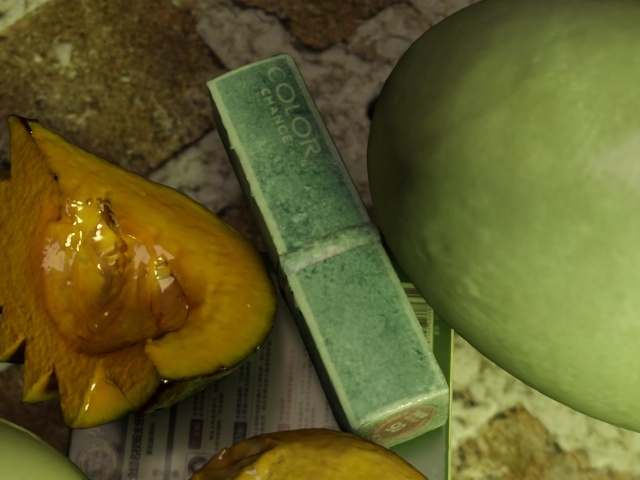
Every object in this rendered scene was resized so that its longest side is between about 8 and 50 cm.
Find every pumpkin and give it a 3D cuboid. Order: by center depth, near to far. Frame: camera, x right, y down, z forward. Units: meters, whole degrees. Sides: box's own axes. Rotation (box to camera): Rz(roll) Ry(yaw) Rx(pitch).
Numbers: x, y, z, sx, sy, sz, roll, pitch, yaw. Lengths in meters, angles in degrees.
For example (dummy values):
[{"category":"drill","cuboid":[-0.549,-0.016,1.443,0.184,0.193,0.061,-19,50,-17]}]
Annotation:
[{"category":"pumpkin","cuboid":[-0.132,0.041,0.764,0.254,0.149,0.130,51,122,34]}]

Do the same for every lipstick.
[{"category":"lipstick","cuboid":[0.000,0.000,0.772,0.077,0.076,0.289,-21,64,-5]}]

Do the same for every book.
[{"category":"book","cuboid":[-0.040,0.102,0.787,0.264,0.027,0.202,2,68,4]}]

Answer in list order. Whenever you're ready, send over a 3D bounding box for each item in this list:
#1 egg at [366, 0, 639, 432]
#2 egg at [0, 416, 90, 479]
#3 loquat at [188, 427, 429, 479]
[{"category":"egg","cuboid":[0.192,-0.018,0.696,0.352,0.258,0.258,31,73,23]},{"category":"egg","cuboid":[-0.223,0.209,0.652,0.269,0.219,0.219,35,74,14]},{"category":"loquat","cuboid":[-0.001,0.217,0.648,0.187,0.176,0.234,-15,109,5]}]
